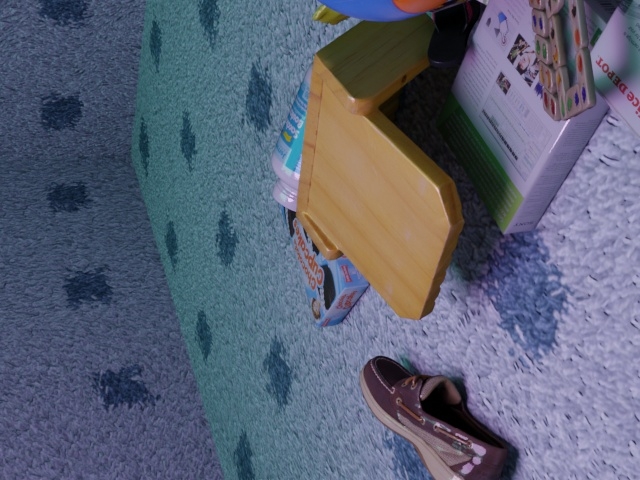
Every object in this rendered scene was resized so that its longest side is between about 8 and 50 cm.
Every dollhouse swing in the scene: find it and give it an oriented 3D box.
[{"bbox_3d":[0.140,-0.115,1.241,0.305,0.315,0.347,34,144,20],"label":"dollhouse swing"}]

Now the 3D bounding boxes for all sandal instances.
[{"bbox_3d":[0.186,-0.313,1.149,0.040,0.067,0.179,68,-152,-44],"label":"sandal"}]

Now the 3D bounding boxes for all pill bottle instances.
[{"bbox_3d":[0.001,-0.182,1.480,0.264,0.146,0.146,-65,35,25],"label":"pill bottle"}]

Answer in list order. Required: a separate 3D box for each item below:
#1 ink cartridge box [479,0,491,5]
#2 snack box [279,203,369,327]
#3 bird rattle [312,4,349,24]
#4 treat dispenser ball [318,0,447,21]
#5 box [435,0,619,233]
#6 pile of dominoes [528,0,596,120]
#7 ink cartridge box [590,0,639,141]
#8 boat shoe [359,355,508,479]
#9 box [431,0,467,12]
[{"bbox_3d":[0.186,-0.449,1.128,0.235,0.056,0.171,43,135,37],"label":"ink cartridge box"},{"bbox_3d":[0.000,0.000,1.722,0.187,0.060,0.322,120,138,-54],"label":"snack box"},{"bbox_3d":[0.078,-0.468,1.349,0.253,0.143,0.207,106,173,-46],"label":"bird rattle"},{"bbox_3d":[0.076,-0.407,0.961,0.288,0.288,0.288,174,90,-67],"label":"treat dispenser ball"},{"bbox_3d":[0.270,-0.199,1.068,0.322,0.058,0.232,111,145,-44],"label":"box"},{"bbox_3d":[0.242,-0.253,0.897,0.196,0.040,0.251,20,-117,-87],"label":"pile of dominoes"},{"bbox_3d":[0.370,-0.205,0.794,0.208,0.087,0.153,112,144,-45],"label":"ink cartridge box"},{"bbox_3d":[0.182,0.270,1.318,0.342,0.123,0.123,47,123,55],"label":"boat shoe"},{"bbox_3d":[0.188,-0.366,1.080,0.137,0.027,0.094,-3,90,53],"label":"box"}]
